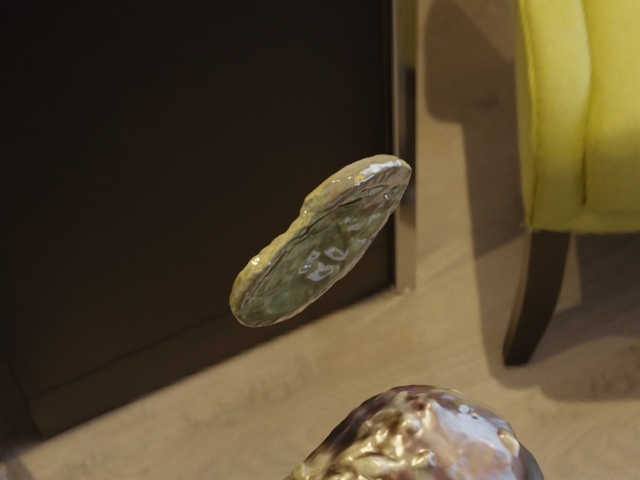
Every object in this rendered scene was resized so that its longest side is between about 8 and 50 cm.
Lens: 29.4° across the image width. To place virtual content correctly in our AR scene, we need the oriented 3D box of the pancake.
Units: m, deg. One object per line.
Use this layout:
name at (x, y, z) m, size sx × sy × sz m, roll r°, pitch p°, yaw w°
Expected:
pancake at (-0.001, -0.001, 1.256) m, size 0.042 × 0.236 × 0.222 m, roll 45°, pitch 31°, yaw 18°

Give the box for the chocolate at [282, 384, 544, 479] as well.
chocolate at (0.068, 0.298, 1.324) m, size 0.340 × 0.210 × 0.225 m, roll -48°, pitch 24°, yaw -9°
